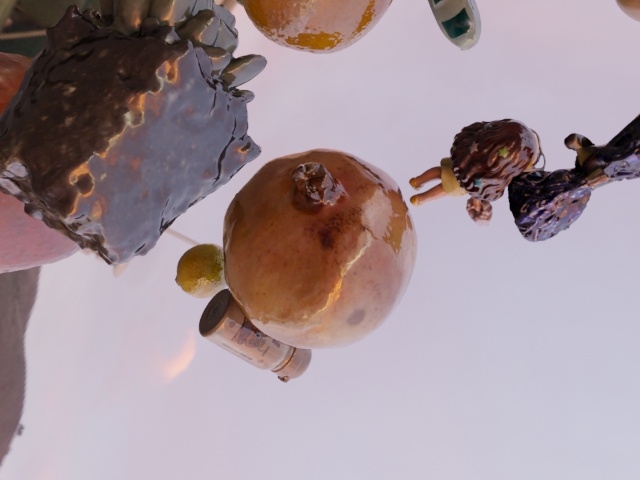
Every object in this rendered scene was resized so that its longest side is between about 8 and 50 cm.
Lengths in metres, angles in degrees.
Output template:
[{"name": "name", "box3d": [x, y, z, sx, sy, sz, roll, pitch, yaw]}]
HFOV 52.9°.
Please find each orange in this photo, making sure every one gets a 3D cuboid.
[{"name": "orange", "box3d": [0.000, -0.364, 0.842, 0.236, 0.236, 0.236, -39, -145, 35]}]

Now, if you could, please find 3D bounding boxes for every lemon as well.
[{"name": "lemon", "box3d": [-0.231, 0.061, 1.277, 0.133, 0.109, 0.109, -19, -139, 11]}]

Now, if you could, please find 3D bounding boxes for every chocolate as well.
[{"name": "chocolate", "box3d": [0.436, -0.115, 0.976, 0.343, 0.148, 0.126, -34, -165, 45]}]

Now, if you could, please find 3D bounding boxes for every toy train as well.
[{"name": "toy train", "box3d": [0.256, -0.605, 1.405, 0.087, 0.088, 0.406, -25, -110, 34]}]

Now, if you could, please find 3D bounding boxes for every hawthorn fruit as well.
[{"name": "hawthorn fruit", "box3d": [-0.556, -0.151, 1.103, 0.403, 0.403, 0.402, -39, -145, 35]}]

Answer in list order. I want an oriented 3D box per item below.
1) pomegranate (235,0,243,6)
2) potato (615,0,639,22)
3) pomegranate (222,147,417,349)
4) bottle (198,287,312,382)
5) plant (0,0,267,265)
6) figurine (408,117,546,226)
[{"name": "pomegranate", "box3d": [-0.108, -0.435, 1.024, 0.115, 0.142, 0.114, -28, -139, 28]}, {"name": "potato", "box3d": [0.540, -0.419, 1.053, 0.112, 0.112, 0.146, -30, -104, 43]}, {"name": "pomegranate", "box3d": [0.000, 0.000, 1.033, 0.338, 0.338, 0.338, -39, -145, 35]}, {"name": "bottle", "box3d": [-0.105, 0.170, 1.152, 0.110, 0.209, 0.097, -60, -152, -10]}, {"name": "plant", "box3d": [-0.117, -0.087, 0.426, 0.132, 0.129, 0.194, 24, -107, 26]}, {"name": "figurine", "box3d": [0.260, -0.122, 1.095, 0.240, 0.116, 0.174, -31, -124, 48]}]
